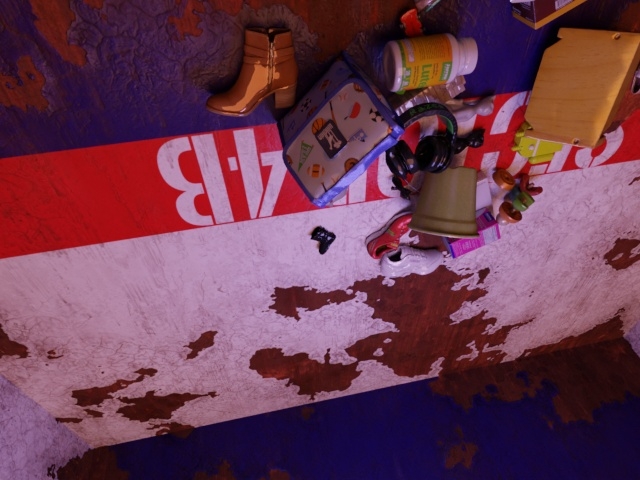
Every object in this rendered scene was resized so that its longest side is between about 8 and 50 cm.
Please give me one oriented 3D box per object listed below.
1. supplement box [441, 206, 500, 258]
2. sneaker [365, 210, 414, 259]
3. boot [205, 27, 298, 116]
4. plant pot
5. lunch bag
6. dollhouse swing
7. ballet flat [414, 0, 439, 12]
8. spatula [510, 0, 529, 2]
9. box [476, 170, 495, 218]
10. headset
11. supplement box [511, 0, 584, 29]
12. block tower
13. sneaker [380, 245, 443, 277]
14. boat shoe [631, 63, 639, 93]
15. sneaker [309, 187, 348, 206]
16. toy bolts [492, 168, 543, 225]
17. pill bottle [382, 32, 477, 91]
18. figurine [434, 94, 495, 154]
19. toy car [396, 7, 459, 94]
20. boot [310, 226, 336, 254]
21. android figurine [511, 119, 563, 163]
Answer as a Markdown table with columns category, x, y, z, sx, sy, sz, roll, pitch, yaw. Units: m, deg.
| category | x | y | z | sx | sy | sz | roll | pitch | yaw |
| --- | --- | --- | --- | --- | --- | --- | --- | --- | --- |
| supplement box | 0.649 | -0.031 | 1.758 | 0.219 | 0.111 | 0.114 | -25 | 134 | 9 |
| sneaker | 0.324 | -0.012 | 1.760 | 0.107 | 0.118 | 0.279 | 30 | 120 | -37 |
| boot | -0.201 | -0.480 | 1.155 | 0.283 | 0.109 | 0.220 | -9 | 137 | -10 |
| plant pot | 0.486 | -0.159 | 1.545 | 0.275 | 0.276 | 0.254 | 3 | 101 | -18 |
| lunch bag | 0.054 | -0.320 | 1.191 | 0.238 | 0.386 | 0.327 | 29 | 121 | -37 |
| dollhouse swing | 0.913 | -0.541 | 1.403 | 0.314 | 0.305 | 0.347 | 17 | 124 | 20 |
| ballet flat | 0.378 | -0.750 | 1.065 | 0.316 | 0.108 | 0.106 | -34 | 105 | 14 |
| spatula | 0.615 | -0.716 | 1.035 | 0.241 | 0.019 | 0.168 | -12 | 130 | -4 |
| box | 0.633 | -0.131 | 1.773 | 0.232 | 0.059 | 0.322 | -26 | 134 | 11 |
| headset | 0.324 | -0.304 | 1.412 | 0.243 | 0.185 | 0.394 | -12 | 139 | -11 |
| supplement box | 0.640 | -0.744 | 1.118 | 0.191 | 0.129 | 0.194 | -28 | 134 | 13 |
| block tower | 0.308 | -0.459 | 1.334 | 0.335 | 0.091 | 0.097 | -33 | 133 | 16 |
| sneaker | 0.433 | 0.089 | 1.892 | 0.304 | 0.114 | 0.152 | -12 | 137 | -4 |
| boat shoe | 1.167 | -0.601 | 1.454 | 0.059 | 0.063 | 0.170 | -26 | 136 | 2 |
| sneaker | 0.071 | -0.225 | 1.509 | 0.121 | 0.099 | 0.262 | 15 | 136 | -37 |
| toy bolts | 0.799 | -0.188 | 1.718 | 0.228 | 0.218 | 0.158 | -27 | 161 | -37 |
| pill bottle | 0.314 | -0.517 | 1.167 | 0.245 | 0.136 | 0.136 | -10 | 136 | -5 |
| figurine | 0.523 | -0.414 | 1.454 | 0.209 | 0.092 | 0.215 | -13 | 135 | -14 |
| toy car | 0.291 | -0.566 | 1.252 | 0.238 | 0.053 | 0.225 | 15 | 128 | -27 |
| boot | 0.000 | 0.001 | 1.735 | 0.099 | 0.045 | 0.121 | 20 | 118 | -34 |
| android figurine | 0.874 | -0.411 | 1.568 | 0.272 | 0.056 | 0.248 | -11 | 136 | -7 |
